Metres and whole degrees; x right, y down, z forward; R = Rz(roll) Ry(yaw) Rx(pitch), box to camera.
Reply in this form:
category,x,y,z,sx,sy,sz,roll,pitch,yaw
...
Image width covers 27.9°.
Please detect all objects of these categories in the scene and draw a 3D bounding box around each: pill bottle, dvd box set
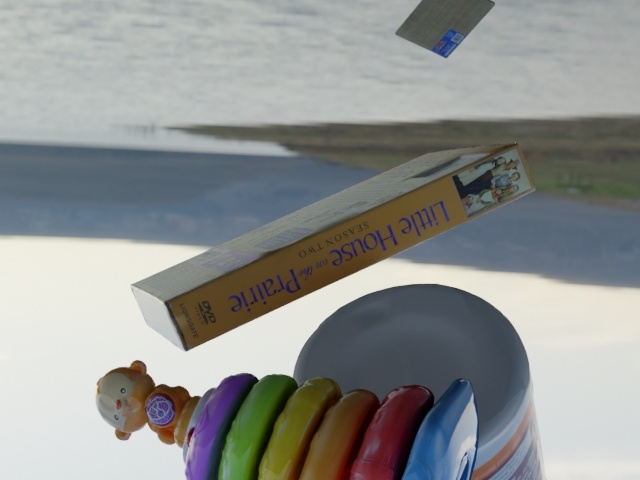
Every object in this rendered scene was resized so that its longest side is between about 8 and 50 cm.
category,x,y,z,sx,sy,sz,roll,pitch,yaw
pill bottle,0.115,0.247,1.305,0.224,0.392,0.224,-8,-134,8
dvd box set,0.000,0.000,1.476,0.420,0.062,0.307,-24,-172,-14

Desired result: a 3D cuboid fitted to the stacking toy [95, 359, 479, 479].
category,x,y,z,sx,sy,sz,roll,pitch,yaw
stacking toy,-0.041,0.158,0.991,0.301,0.175,0.166,18,-167,14

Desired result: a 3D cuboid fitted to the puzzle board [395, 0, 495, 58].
category,x,y,z,sx,sy,sz,roll,pitch,yaw
puzzle board,0.186,-0.335,1.937,0.096,0.011,0.128,21,137,-23
